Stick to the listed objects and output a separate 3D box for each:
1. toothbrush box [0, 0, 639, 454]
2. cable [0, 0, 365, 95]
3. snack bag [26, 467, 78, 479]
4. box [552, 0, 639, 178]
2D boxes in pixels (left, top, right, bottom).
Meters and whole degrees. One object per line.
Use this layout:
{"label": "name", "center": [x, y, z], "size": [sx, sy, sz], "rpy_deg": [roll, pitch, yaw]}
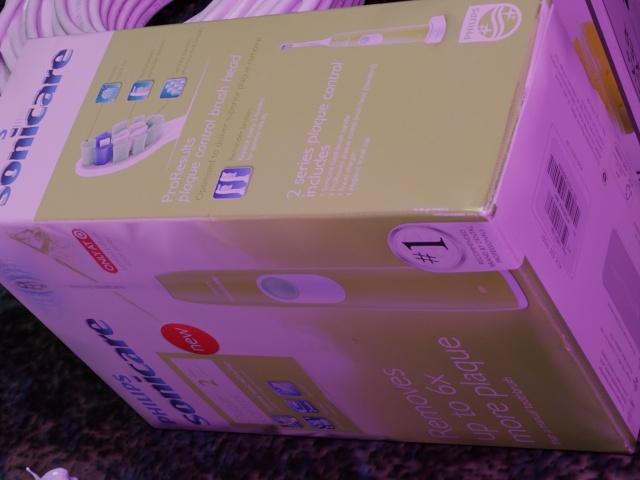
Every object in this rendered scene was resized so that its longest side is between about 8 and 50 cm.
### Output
{"label": "toothbrush box", "center": [0.000, 0.000, 0.745], "size": [0.283, 0.206, 0.122], "rpy_deg": [1, 57, 30]}
{"label": "cable", "center": [-0.091, -0.154, 1.004], "size": [0.257, 0.089, 0.257], "rpy_deg": [-7, 52, 25]}
{"label": "snack bag", "center": [-0.229, 0.308, 0.741], "size": [0.323, 0.037, 0.342], "rpy_deg": [-32, 39, 8]}
{"label": "box", "center": [0.119, -0.184, 0.851], "size": [0.087, 0.169, 0.290], "rpy_deg": [-11, 49, 20]}
